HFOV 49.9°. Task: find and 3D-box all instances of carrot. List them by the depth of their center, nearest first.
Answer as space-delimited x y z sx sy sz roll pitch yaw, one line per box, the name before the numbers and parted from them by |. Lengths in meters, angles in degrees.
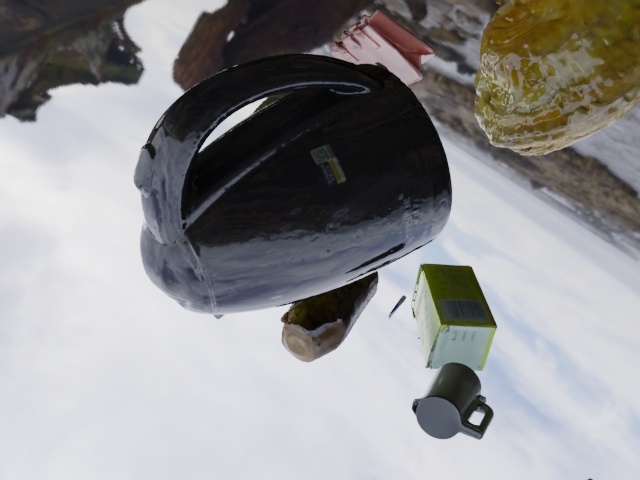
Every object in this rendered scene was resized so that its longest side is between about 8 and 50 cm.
carrot | 0.016 0.083 0.878 0.082 0.082 0.173 36 -136 14

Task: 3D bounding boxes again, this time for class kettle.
kettle | -0.044 -0.056 0.670 0.290 0.268 0.207 -26 -134 -23
kettle | 0.253 0.315 1.310 0.127 0.098 0.148 50 -153 5

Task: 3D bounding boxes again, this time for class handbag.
handbag | 0.114 -0.364 1.345 0.157 0.059 0.212 33 171 -17

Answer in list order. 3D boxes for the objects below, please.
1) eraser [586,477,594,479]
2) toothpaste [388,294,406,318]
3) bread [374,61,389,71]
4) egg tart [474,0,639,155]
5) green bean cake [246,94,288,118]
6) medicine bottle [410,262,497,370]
eraser | 0.473 0.555 1.183 0.243 0.059 0.204 -28 -130 -26
toothpaste | 0.222 0.193 1.995 0.015 0.083 0.024 29 154 26
bread | 0.121 -0.263 1.232 0.109 0.062 0.043 38 -166 -28
egg tart | 0.313 -0.258 0.881 0.128 0.319 0.319 41 -174 -32
green bean cake | -0.001 -0.149 1.231 0.233 0.124 0.236 9 141 40
medicine bottle | 0.306 0.174 1.613 0.141 0.137 0.250 2 -148 -4
